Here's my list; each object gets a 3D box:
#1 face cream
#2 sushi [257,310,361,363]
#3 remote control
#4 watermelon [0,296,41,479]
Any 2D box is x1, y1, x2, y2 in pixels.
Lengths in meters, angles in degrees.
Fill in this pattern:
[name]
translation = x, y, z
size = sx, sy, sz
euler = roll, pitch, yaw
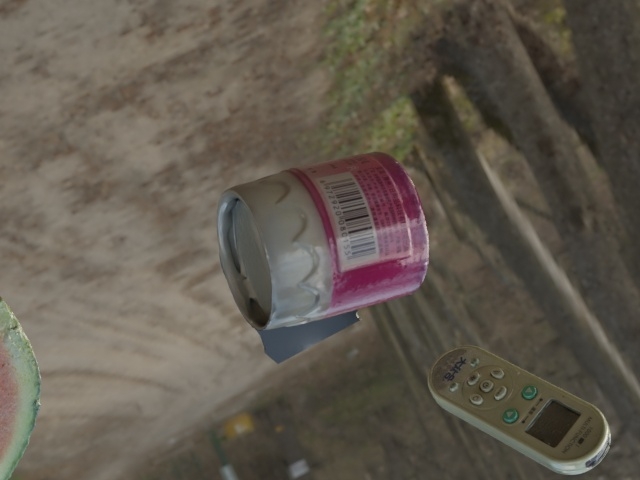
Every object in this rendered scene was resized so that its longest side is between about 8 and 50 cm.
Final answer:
[face cream]
translation = 0.000, 0.000, 1.454
size = 0.195, 0.175, 0.175
euler = -12, 171, -22
[sushi]
translation = -0.052, 0.038, 1.773
size = 0.153, 0.172, 0.150
euler = -30, -142, 23
[remote control]
translation = 0.206, 0.177, 1.350
size = 0.221, 0.042, 0.078
euler = 27, -115, 39
[watermelon]
translation = -0.514, 0.213, 1.815
size = 0.232, 0.193, 0.310
euler = -2, 134, -15
